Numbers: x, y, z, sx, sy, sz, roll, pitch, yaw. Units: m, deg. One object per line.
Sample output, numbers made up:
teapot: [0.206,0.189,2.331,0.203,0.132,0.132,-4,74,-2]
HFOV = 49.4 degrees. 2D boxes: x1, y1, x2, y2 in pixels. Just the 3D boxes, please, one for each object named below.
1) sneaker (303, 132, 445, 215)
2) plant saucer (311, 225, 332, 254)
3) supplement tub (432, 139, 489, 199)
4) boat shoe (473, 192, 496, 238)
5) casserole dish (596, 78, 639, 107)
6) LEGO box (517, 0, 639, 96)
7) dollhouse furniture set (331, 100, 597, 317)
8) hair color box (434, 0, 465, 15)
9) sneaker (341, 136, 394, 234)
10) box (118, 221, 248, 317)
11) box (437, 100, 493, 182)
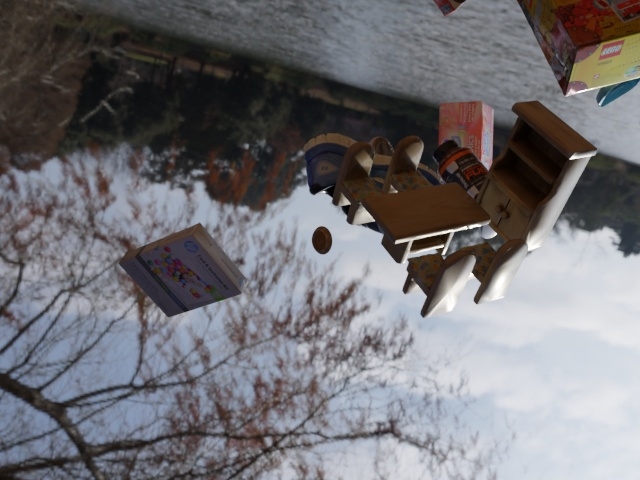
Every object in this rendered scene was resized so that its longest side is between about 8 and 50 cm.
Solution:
sneaker: [0.110,-0.094,1.402,0.330,0.147,0.130,15,157,-23]
plant saucer: [0.000,0.000,2.007,0.015,0.083,0.083,-4,-158,-43]
supplement tub: [0.362,-0.158,1.730,0.106,0.106,0.197,-1,-130,-50]
boat shoe: [0.379,-0.057,1.593,0.049,0.142,0.040,-22,-128,6]
casserole dish: [0.927,-0.483,2.159,0.037,0.188,0.114,54,167,21]
LEGO box: [0.797,-0.616,1.749,0.501,0.372,0.193,-15,152,1]
dollhouse furniture set: [0.173,-0.059,0.821,0.242,0.160,0.212,-11,-134,-28]
hair color box: [0.205,-0.468,1.199,0.141,0.072,0.043,49,169,-15]
sneaker: [0.128,-0.149,1.884,0.099,0.282,0.153,-31,-148,-36]
box: [-0.242,0.057,1.229,0.186,0.145,0.038,-19,-149,30]
box: [0.464,-0.283,2.227,0.142,0.299,0.154,2,-179,27]
